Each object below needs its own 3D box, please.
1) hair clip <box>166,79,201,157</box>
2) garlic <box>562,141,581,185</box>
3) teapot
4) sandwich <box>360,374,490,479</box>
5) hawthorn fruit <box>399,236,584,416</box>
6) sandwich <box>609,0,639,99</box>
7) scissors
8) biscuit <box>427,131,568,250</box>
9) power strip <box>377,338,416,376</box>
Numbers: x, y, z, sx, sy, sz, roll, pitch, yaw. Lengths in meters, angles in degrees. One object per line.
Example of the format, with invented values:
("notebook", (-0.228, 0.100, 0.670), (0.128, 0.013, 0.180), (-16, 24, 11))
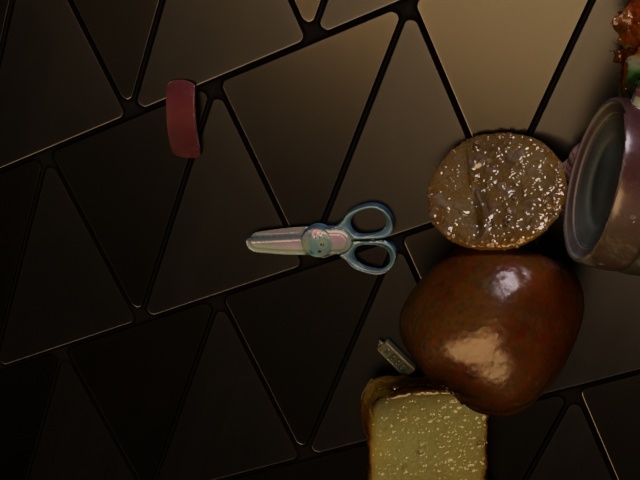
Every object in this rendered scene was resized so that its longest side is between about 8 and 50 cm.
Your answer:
("hair clip", (-0.229, -0.200, 1.956), (0.054, 0.022, 0.137), (6, 114, 17))
("garlic", (0.442, -0.088, 1.761), (0.159, 0.102, 0.147), (29, 117, 2))
("teapot", (0.526, -0.089, 1.585), (0.312, 0.233, 0.314), (11, 116, -6))
("sandwich", (0.188, 0.352, 2.034), (0.226, 0.087, 0.251), (-3, 113, 4))
("hawthorn fruit", (0.278, 0.115, 1.812), (0.268, 0.268, 0.300), (30, 89, 2))
("sandwich", (0.517, -0.300, 1.613), (0.251, 0.162, 0.301), (-9, 113, 15))
("scissors", (0.000, 0.000, 1.970), (0.256, 0.030, 0.125), (-2, 113, 14))
("biscuit", (0.266, -0.075, 1.778), (0.220, 0.219, 0.033), (-4, 149, 18))
("power strip", (0.130, 0.202, 2.029), (0.083, 0.017, 0.027), (44, 116, -7))
